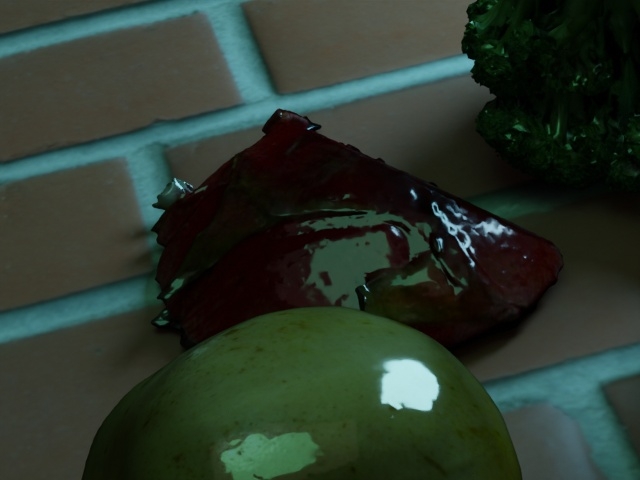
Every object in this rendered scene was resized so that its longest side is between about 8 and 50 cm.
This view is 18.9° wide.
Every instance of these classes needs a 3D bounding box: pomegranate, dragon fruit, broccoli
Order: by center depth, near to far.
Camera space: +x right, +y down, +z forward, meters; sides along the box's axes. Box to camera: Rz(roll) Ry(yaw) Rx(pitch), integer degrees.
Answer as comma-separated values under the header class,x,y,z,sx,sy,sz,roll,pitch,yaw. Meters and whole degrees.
class,x,y,z,sx,sy,sz,roll,pitch,yaw
pomegranate,-0.024,0.190,1.213,0.319,0.319,0.319,-5,41,5
dragon fruit,0.000,0.000,1.571,0.343,0.100,0.282,28,57,36
broccoli,0.262,-0.179,1.604,0.308,0.275,0.308,-5,68,11
